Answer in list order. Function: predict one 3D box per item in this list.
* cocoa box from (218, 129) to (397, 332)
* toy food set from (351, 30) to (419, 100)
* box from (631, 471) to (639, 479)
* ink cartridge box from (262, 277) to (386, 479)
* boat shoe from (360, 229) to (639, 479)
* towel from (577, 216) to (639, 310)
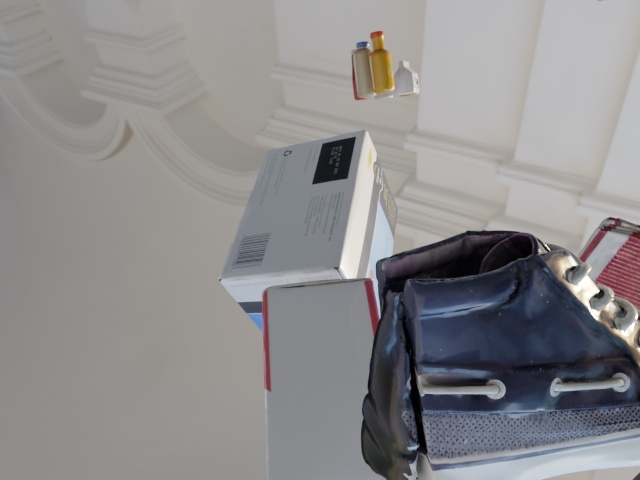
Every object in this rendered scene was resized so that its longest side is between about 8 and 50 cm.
[{"bbox_3d":[0.000,0.000,1.068,0.231,0.228,0.347,-7,-133,23],"label":"cocoa box"},{"bbox_3d":[0.121,-0.333,1.079,0.111,0.104,0.232,-3,-169,28],"label":"toy food set"},{"bbox_3d":[0.722,0.663,1.214,0.381,0.143,0.191,-34,-178,-13],"label":"box"},{"bbox_3d":[0.015,0.218,0.653,0.131,0.306,0.226,-8,-126,1],"label":"ink cartridge box"},{"bbox_3d":[0.193,0.067,0.403,0.341,0.158,0.127,-9,-163,-16],"label":"boat shoe"},{"bbox_3d":[0.509,0.104,0.777,0.329,0.237,0.037,24,-126,15],"label":"towel"}]
